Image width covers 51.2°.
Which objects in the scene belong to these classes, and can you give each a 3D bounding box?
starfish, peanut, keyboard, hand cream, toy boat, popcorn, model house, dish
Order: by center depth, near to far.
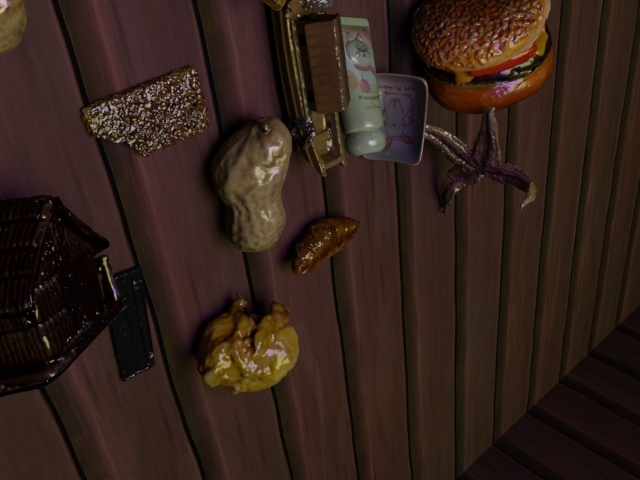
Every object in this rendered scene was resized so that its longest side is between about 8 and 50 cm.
[{"bbox_3d":[-0.496,-0.291,0.966,0.103,0.098,0.230,27,93,-21],"label":"peanut"},{"bbox_3d":[-0.521,0.067,1.075,0.316,0.297,0.283,-11,114,2],"label":"model house"},{"bbox_3d":[-0.390,0.174,1.364,0.087,0.017,0.251,-24,126,-36],"label":"keyboard"},{"bbox_3d":[-0.004,-0.347,1.371,0.135,0.162,0.446,-31,130,-33],"label":"toy boat"},{"bbox_3d":[-0.146,-0.113,1.375,0.159,0.143,0.291,2,119,-9],"label":"peanut"},{"bbox_3d":[0.079,-0.342,1.480,0.147,0.093,0.306,-13,93,-42],"label":"hand cream"},{"bbox_3d":[-0.156,0.244,1.507,0.253,0.190,0.191,-49,143,-20],"label":"popcorn"},{"bbox_3d":[0.184,-0.299,1.608,0.077,0.151,0.213,-51,147,-58],"label":"dish"},{"bbox_3d":[0.383,-0.183,1.711,0.384,0.398,0.132,42,78,-36],"label":"starfish"}]

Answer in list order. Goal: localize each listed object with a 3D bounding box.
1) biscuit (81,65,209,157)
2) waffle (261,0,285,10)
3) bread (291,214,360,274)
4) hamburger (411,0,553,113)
[{"bbox_3d":[-0.313,-0.225,1.230,0.236,0.026,0.131,-32,128,-30],"label":"biscuit"},{"bbox_3d":[-0.118,-0.557,1.165,0.229,0.057,0.219,28,89,-13],"label":"waffle"},{"bbox_3d":[0.000,0.000,1.616,0.233,0.076,0.105,-39,145,-33],"label":"bread"},{"bbox_3d":[0.384,-0.476,1.570,0.330,0.330,0.250,-42,137,-21],"label":"hamburger"}]
